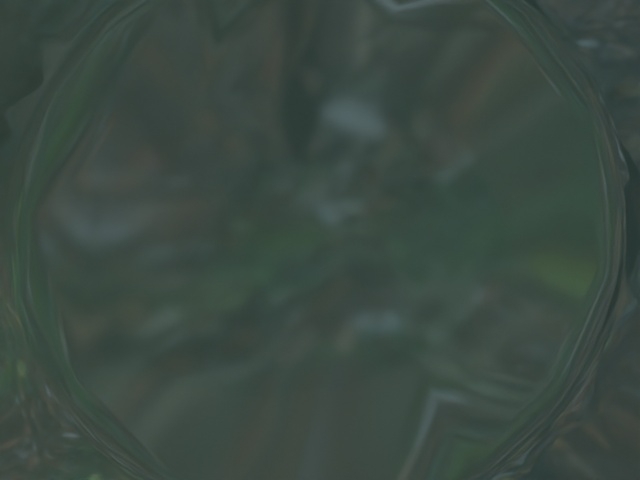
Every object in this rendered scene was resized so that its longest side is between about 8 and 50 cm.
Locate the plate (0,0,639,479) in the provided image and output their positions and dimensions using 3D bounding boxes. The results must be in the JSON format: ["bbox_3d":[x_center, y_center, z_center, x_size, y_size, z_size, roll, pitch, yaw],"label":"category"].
[{"bbox_3d":[0.000,0.000,0.396,0.188,0.024,0.188,-1,-77,-4],"label":"plate"}]
